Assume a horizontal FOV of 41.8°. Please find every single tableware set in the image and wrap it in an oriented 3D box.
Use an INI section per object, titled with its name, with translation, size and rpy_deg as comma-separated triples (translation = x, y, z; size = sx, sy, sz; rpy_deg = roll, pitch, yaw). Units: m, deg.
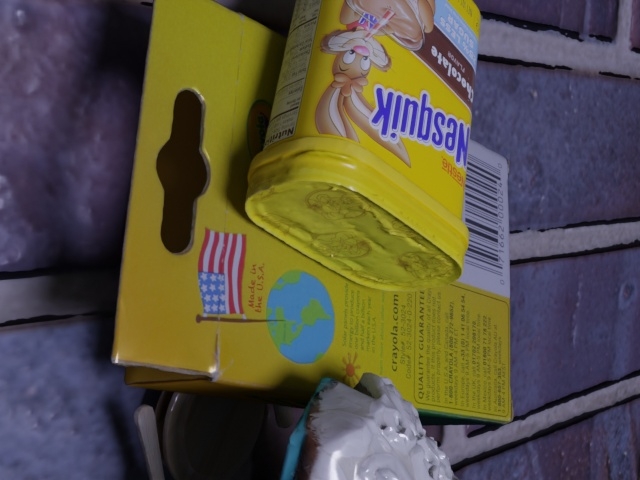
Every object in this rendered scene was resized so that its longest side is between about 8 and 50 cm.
[tableware set]
translation = -0.069, 0.157, 0.536
size = 0.128, 0.039, 0.194
rpy_deg = -29, 120, -48

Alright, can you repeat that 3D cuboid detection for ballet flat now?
[ballet flat]
translation = 0.054, 0.233, 0.487
size = 0.147, 0.147, 0.409
rpy_deg = -35, 140, -35

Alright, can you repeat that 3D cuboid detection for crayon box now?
[crayon box]
translation = 0.000, 0.000, 0.516
size = 0.318, 0.081, 0.202
rpy_deg = 20, 67, -43

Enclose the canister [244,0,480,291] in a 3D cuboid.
[canister]
translation = 0.031, -0.074, 0.454
size = 0.126, 0.073, 0.170
rpy_deg = 31, 58, -39
